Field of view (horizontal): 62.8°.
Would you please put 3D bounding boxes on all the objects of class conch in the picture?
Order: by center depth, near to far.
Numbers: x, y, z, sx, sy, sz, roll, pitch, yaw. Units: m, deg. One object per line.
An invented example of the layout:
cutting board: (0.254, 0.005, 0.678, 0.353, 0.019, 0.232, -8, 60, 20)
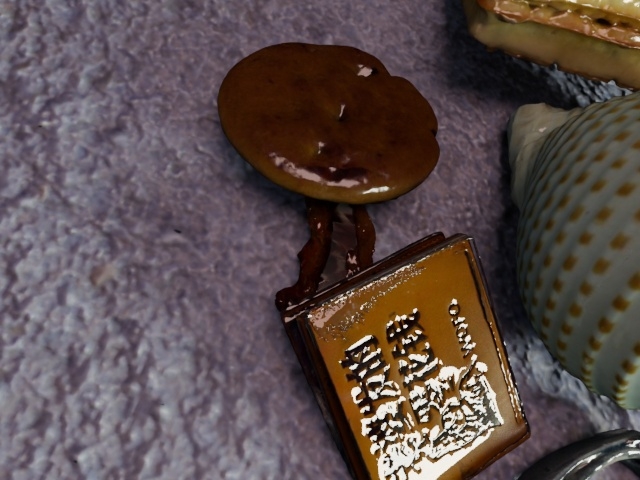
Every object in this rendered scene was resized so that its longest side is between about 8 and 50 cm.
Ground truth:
conch: (0.308, -0.019, 0.453, 0.303, 0.215, 0.319, -5, 72, -26)

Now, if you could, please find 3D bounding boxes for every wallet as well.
wallet: (0.076, 0.107, 0.405, 0.161, 0.042, 0.196, -23, 97, -19)

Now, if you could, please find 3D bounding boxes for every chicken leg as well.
chicken leg: (0.006, 0.002, 0.453, 0.089, 0.048, 0.219, 6, 69, -15)

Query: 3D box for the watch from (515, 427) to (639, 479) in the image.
watch: (0.220, 0.257, 0.401, 0.206, 0.068, 0.193, -6, 68, -19)

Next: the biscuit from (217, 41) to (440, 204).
biscuit: (0.012, -0.117, 0.480, 0.212, 0.036, 0.212, 9, 51, -12)

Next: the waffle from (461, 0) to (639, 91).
waffle: (0.329, -0.255, 0.553, 0.376, 0.114, 0.261, 12, 47, -8)
